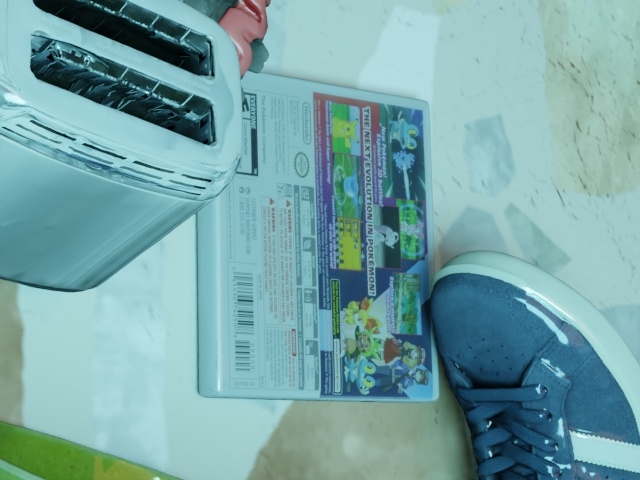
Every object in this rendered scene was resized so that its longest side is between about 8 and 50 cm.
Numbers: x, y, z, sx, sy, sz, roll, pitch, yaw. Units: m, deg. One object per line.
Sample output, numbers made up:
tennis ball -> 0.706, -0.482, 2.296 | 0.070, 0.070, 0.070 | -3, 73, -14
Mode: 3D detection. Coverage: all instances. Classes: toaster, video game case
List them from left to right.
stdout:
toaster -> -0.140, -0.060, 0.904 | 0.227, 0.146, 0.129 | 22, 54, -36
video game case -> 0.000, 0.000, 1.112 | 0.183, 0.023, 0.201 | 6, 79, -40

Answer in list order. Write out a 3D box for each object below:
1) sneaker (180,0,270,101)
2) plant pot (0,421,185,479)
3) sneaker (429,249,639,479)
sneaker -> -0.066, -0.200, 1.034 | 0.135, 0.097, 0.276 | 41, 60, -31
plant pot -> -0.107, 0.267, 0.846 | 0.274, 0.275, 0.294 | 23, 85, -36
sneaker -> 0.144, 0.178, 1.129 | 0.148, 0.131, 0.350 | -42, 114, -37
